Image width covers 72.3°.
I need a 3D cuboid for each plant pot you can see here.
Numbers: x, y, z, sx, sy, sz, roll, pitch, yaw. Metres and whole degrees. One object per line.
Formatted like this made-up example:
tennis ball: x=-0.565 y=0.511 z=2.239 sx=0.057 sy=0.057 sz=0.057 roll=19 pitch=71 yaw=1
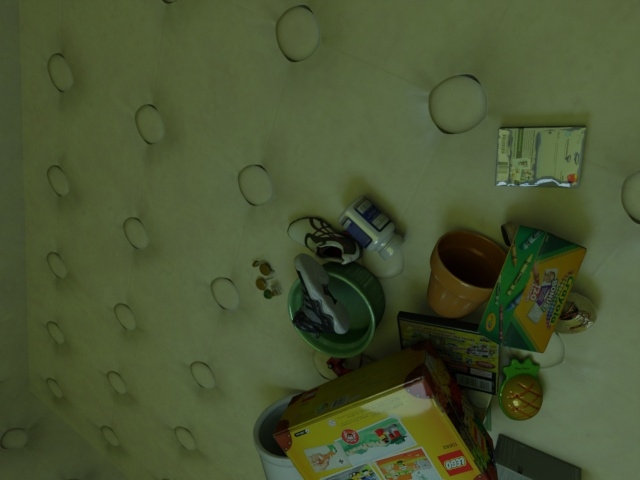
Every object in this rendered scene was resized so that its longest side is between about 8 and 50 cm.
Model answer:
plant pot: x=0.380 y=0.109 z=1.185 sx=0.205 sy=0.205 sz=0.187 roll=30 pitch=137 yaw=16

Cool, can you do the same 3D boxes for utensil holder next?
utensil holder: x=-0.049 y=0.828 z=1.625 sx=0.328 sy=0.328 sz=0.385 roll=0 pitch=111 yaw=29

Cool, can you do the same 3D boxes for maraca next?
maraca: x=0.572 y=0.425 z=1.250 sx=0.127 sy=0.099 sz=0.185 roll=-2 pitch=96 yaw=-5

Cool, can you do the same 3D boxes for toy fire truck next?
toy fire truck: x=0.122 y=0.440 z=1.514 sx=0.135 sy=0.047 sz=0.192 roll=-52 pitch=53 yaw=4

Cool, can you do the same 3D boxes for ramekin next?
ramekin: x=0.059 y=0.210 z=1.418 sx=0.304 sy=0.148 sz=0.303 roll=11 pitch=114 yaw=25

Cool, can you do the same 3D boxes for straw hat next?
straw hat: x=0.630 y=0.173 z=1.138 sx=0.145 sy=0.061 sz=0.144 roll=8 pitch=123 yaw=12

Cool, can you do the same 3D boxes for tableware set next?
tableware set: x=-0.203 y=0.143 z=1.616 sx=0.104 sy=0.024 sz=0.154 roll=-22 pitch=99 yaw=37

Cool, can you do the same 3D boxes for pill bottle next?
pill bottle: x=0.153 y=-0.033 z=1.291 sx=0.187 sy=0.112 sz=0.112 roll=44 pitch=124 yaw=7

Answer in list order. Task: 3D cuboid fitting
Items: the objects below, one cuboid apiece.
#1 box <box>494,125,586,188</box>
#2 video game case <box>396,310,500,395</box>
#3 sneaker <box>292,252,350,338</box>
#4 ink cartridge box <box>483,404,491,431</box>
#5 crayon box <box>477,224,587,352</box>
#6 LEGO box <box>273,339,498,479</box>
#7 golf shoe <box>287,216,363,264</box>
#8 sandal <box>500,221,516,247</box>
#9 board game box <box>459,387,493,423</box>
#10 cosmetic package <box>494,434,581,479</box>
box: x=0.527 y=-0.202 z=1.059 sx=0.186 sy=0.038 sz=0.145 roll=6 pitch=112 yaw=28
video game case: x=0.366 y=0.321 z=1.254 sx=0.275 sy=0.035 sz=0.248 roll=6 pitch=128 yaw=28
sneaker: x=-0.035 y=0.176 z=1.303 sx=0.153 sy=0.101 sz=0.268 roll=-27 pitch=97 yaw=31
ink cartridge box: x=0.433 y=0.567 z=1.405 sx=0.209 sy=0.062 sz=0.108 roll=2 pitch=110 yaw=28
crayon box: x=0.506 y=0.120 z=1.048 sx=0.081 sy=0.165 sz=0.278 roll=29 pitch=102 yaw=60
LEGO box: x=0.180 y=0.569 z=1.259 sx=0.500 sy=0.193 sz=0.372 roll=-30 pitch=97 yaw=22
golf shoe: x=0.000 y=0.000 z=1.387 sx=0.273 sy=0.120 sz=0.105 roll=16 pitch=118 yaw=25
sandal: x=0.540 y=0.056 z=1.129 sx=0.079 sy=0.088 sz=0.240 roll=-20 pitch=108 yaw=10
board game box: x=0.393 y=0.470 z=1.353 sx=0.243 sy=0.042 sz=0.165 roll=21 pitch=96 yaw=27
cosmetic package: x=0.638 y=0.705 z=1.309 sx=0.238 sy=0.127 sz=0.107 roll=14 pitch=116 yaw=22
